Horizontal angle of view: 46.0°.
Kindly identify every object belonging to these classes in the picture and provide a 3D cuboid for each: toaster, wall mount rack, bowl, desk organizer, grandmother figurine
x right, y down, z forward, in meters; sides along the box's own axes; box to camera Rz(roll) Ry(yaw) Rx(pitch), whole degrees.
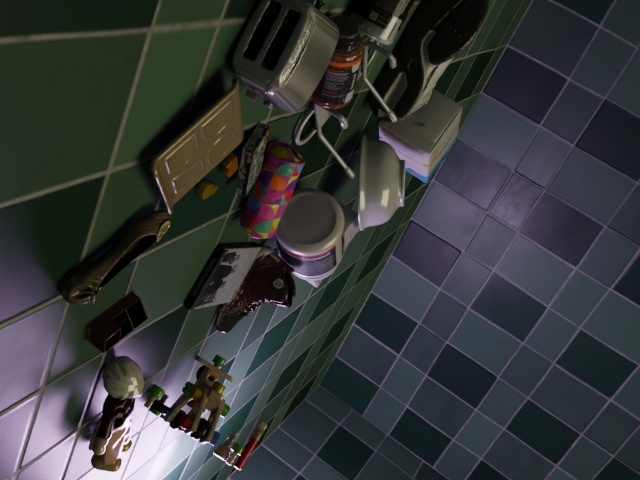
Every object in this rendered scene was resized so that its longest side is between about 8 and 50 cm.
[{"bbox_3d":[-0.059,-0.347,1.350,0.227,0.129,0.146,-60,163,8],"label":"toaster"},{"bbox_3d":[0.087,-0.326,1.886,0.350,0.130,0.304,-52,166,-13],"label":"wall mount rack"},{"bbox_3d":[0.189,-0.176,2.290,0.298,0.134,0.298,1,90,-82],"label":"bowl"},{"bbox_3d":[-0.402,0.162,1.500,0.130,0.050,0.047,-42,161,-45],"label":"desk organizer"},{"bbox_3d":[-0.469,0.396,1.728,0.208,0.104,0.342,-83,-170,-51],"label":"grandmother figurine"}]

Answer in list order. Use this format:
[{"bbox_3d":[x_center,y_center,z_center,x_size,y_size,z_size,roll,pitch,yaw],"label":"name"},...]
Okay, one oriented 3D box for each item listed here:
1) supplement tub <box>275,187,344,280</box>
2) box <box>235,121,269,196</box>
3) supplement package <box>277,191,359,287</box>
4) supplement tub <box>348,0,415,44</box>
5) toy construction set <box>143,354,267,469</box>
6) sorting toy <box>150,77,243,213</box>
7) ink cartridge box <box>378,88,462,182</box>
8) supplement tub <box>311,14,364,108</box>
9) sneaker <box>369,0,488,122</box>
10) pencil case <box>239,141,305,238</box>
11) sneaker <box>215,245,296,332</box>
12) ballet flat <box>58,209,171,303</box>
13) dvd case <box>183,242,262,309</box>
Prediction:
[{"bbox_3d":[-0.028,-0.009,2.085,0.191,0.191,0.272,-52,166,-16],"label":"supplement tub"},{"bbox_3d":[-0.146,-0.172,1.612,0.137,0.027,0.094,107,5,-49],"label":"box"},{"bbox_3d":[0.000,0.000,2.319,0.244,0.133,0.139,-54,166,-8],"label":"supplement package"},{"bbox_3d":[0.149,-0.535,1.646,0.190,0.117,0.117,-60,166,19],"label":"supplement tub"},{"bbox_3d":[-0.285,0.447,2.080,0.237,0.308,0.257,-56,175,-20],"label":"toy construction set"},{"bbox_3d":[-0.226,-0.156,1.418,0.229,0.041,0.307,-50,171,-16],"label":"sorting toy"},{"bbox_3d":[0.325,-0.358,2.476,0.197,0.198,0.270,-53,167,-9],"label":"ink cartridge box"},{"bbox_3d":[0.036,-0.385,1.627,0.106,0.106,0.198,-48,164,-31],"label":"supplement tub"},{"bbox_3d":[0.310,-0.538,2.181,0.447,0.169,0.257,-51,176,14],"label":"sneaker"},{"bbox_3d":[-0.114,-0.113,1.757,0.104,0.104,0.236,-38,158,-52],"label":"pencil case"},{"bbox_3d":[-0.167,0.167,2.072,0.281,0.162,0.106,-60,166,13],"label":"sneaker"},{"bbox_3d":[-0.351,0.031,1.340,0.250,0.058,0.084,-42,161,-35],"label":"ballet flat"},{"bbox_3d":[-0.243,0.087,1.915,0.179,0.029,0.238,-59,166,10],"label":"dvd case"}]
